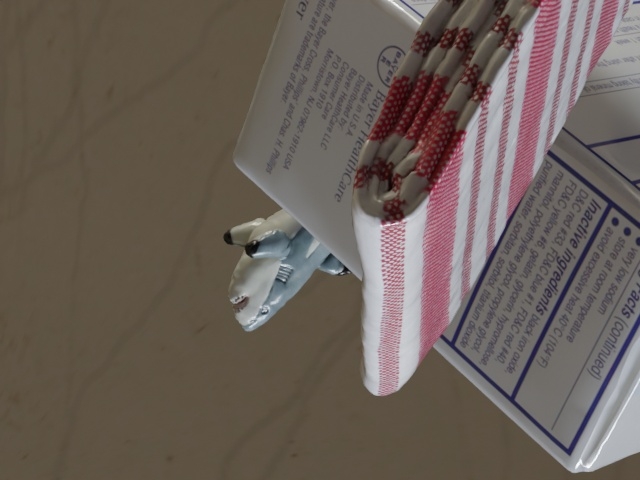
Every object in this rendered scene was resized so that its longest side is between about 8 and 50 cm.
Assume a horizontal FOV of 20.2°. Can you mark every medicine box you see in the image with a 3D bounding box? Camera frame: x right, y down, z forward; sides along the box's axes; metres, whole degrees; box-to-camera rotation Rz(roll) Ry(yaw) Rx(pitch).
[{"bbox_3d":[0.149,-0.041,1.005,0.263,0.149,0.289,-13,-134,-43],"label":"medicine box"}]

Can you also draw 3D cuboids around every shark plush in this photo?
[{"bbox_3d":[0.000,0.000,1.299,0.161,0.073,0.067,-31,-75,-23],"label":"shark plush"}]

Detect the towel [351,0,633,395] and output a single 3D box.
[{"bbox_3d":[0.056,-0.060,0.482,0.029,0.144,0.197,27,-108,13],"label":"towel"}]
